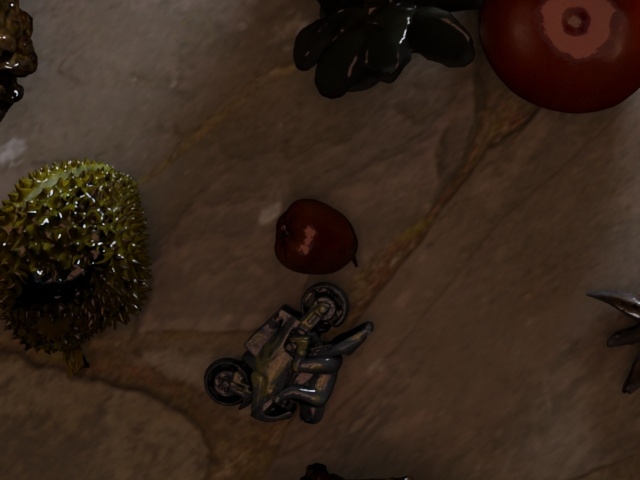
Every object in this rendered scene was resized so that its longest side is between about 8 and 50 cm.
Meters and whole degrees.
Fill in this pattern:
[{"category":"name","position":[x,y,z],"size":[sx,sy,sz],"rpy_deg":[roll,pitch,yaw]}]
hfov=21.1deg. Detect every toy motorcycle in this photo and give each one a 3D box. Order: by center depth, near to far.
[{"category":"toy motorcycle","position":[-0.026,0.138,1.871],"size":[0.193,0.061,0.124],"rpy_deg":[-38,92,10]}]

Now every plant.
[{"category":"plant","position":[0.048,-0.287,1.740],"size":[0.199,0.188,0.276],"rpy_deg":[-6,92,23]}]

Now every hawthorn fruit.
[{"category":"hawthorn fruit","position":[0.000,0.000,1.850],"size":[0.093,0.081,0.081],"rpy_deg":[13,99,-27]}]

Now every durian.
[{"category":"durian","position":[-0.277,0.034,1.839],"size":[0.194,0.138,0.237],"rpy_deg":[-5,97,5]}]

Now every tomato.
[{"category":"tomato","position":[0.260,-0.223,1.768],"size":[0.195,0.136,0.195],"rpy_deg":[1,98,5]}]

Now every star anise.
[{"category":"star anise","position":[0.382,0.084,1.821],"size":[0.195,0.065,0.182],"rpy_deg":[-40,77,30]}]

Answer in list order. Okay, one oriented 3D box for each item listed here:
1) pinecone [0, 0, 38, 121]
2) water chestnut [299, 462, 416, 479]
[{"category":"pinecone","position":[-0.413,-0.209,1.783],"size":[0.243,0.243,0.257],"rpy_deg":[33,128,0]},{"category":"water chestnut","position":[0.028,0.351,1.813],"size":[0.300,0.300,0.300],"rpy_deg":[1,97,4]}]
